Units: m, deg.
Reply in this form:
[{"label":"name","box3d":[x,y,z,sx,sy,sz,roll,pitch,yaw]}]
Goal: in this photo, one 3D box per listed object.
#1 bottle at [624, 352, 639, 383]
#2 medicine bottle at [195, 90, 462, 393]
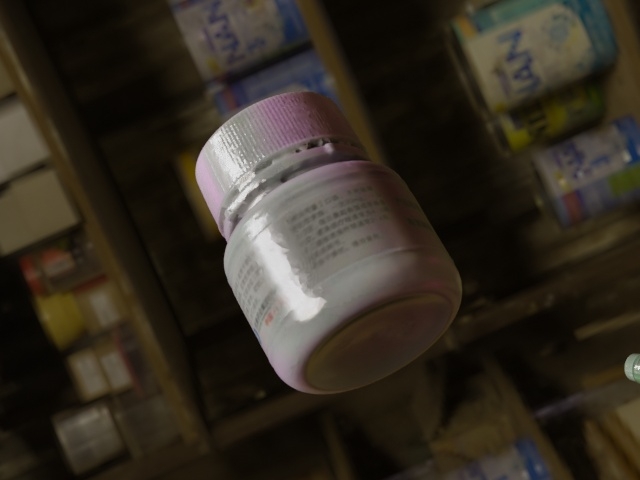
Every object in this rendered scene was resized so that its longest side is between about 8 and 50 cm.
[{"label":"bottle","box3d":[0.306,0.117,1.364,0.083,0.030,0.030,7,128,51]},{"label":"medicine bottle","box3d":[0.000,0.000,1.936,0.325,0.256,0.256,59,177,27]}]
